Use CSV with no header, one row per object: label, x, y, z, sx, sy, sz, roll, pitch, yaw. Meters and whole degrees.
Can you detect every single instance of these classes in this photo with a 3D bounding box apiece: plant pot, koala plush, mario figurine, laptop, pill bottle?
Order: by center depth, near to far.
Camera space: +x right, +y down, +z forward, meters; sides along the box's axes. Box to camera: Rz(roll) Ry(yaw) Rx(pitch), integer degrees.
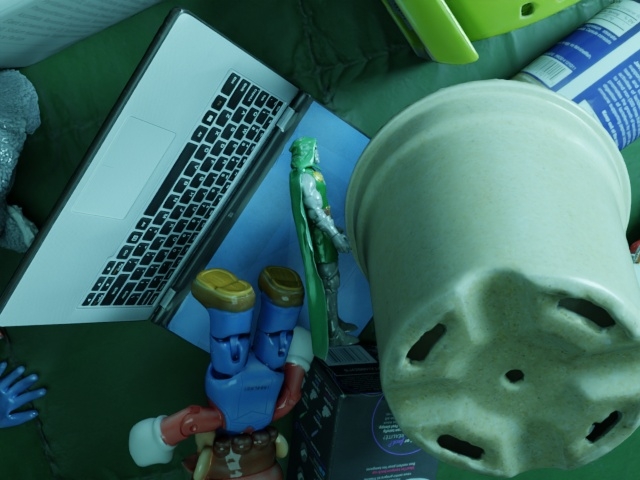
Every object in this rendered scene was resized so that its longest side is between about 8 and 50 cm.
plant pot,0.177,0.047,0.642,0.333,0.305,0.334,3,121,6
plant pot,0.159,-0.323,0.699,0.207,0.227,0.228,-34,105,12
koala plush,-0.434,-0.062,0.757,0.196,0.203,0.221,-3,135,-25
laptop,-0.080,0.012,0.769,0.236,0.408,0.382,39,101,22
pill bottle,0.365,-0.204,0.774,0.264,0.153,0.153,-36,104,7
mario figurine,-0.117,0.184,0.792,0.197,0.170,0.321,11,106,3

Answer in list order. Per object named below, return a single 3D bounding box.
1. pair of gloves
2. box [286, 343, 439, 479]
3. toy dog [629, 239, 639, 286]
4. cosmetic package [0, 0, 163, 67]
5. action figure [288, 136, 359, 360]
pair of gloves,-0.491,0.191,0.893,0.159,0.023,0.198,-31,105,5
box,0.056,0.293,0.874,0.165,0.143,0.271,2,105,-22
toy dog,0.498,-0.007,0.807,0.220,0.161,0.334,30,89,-16
cosmetic package,-0.257,-0.390,0.598,0.393,0.327,0.330,-24,105,4
action figure,0.000,0.000,0.713,0.063,0.137,0.232,-11,99,1
